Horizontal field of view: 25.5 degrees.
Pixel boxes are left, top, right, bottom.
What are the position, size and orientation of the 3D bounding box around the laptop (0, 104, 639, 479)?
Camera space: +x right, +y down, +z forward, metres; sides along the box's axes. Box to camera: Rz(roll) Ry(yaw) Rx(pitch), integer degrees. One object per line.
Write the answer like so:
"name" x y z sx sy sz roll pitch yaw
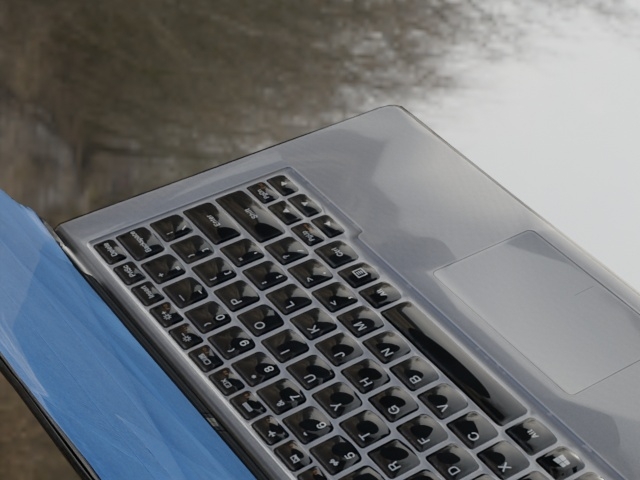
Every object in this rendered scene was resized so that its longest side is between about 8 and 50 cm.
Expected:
"laptop" 0.000 0.000 0.657 0.382 0.408 0.236 44 -36 38
